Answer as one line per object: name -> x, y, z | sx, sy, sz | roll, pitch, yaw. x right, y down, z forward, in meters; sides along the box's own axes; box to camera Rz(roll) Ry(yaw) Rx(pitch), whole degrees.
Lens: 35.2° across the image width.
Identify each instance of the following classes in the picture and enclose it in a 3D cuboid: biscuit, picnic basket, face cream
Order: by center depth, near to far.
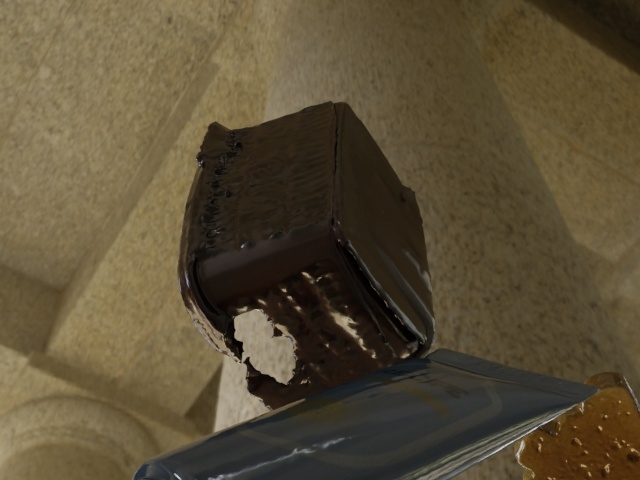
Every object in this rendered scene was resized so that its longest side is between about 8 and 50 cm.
face cream -> -0.002, 0.131, 0.579 | 0.385, 0.135, 0.086 | -17, -72, -41
picnic basket -> 0.000, 0.000, 0.844 | 0.129, 0.297, 0.222 | -29, -62, 18
biscuit -> 0.307, 0.247, 1.002 | 0.238, 0.041, 0.212 | 27, -69, 9
